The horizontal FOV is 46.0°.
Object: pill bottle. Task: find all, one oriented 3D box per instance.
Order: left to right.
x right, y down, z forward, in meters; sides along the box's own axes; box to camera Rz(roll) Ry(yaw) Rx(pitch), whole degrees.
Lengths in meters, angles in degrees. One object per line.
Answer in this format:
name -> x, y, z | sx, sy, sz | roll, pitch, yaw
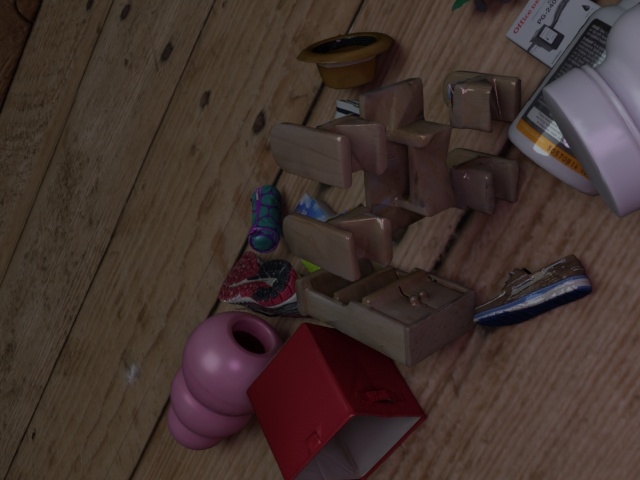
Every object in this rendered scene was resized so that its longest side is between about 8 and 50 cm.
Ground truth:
pill bottle -> 0.394, -0.211, 1.012 | 0.278, 0.162, 0.162 | -56, 47, 21
pill bottle -> 0.464, -0.197, 0.804 | 0.408, 0.229, 0.229 | -30, 58, 14

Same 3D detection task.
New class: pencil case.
pencil case -> -0.114, -0.046, 1.538 | 0.064, 0.070, 0.151 | -31, 36, 23

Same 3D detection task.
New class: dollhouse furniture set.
dollhouse furniture set -> 0.092, -0.047, 1.166 | 0.256, 0.362, 0.394 | 22, 126, 45

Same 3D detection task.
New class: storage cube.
storage cube -> 0.020, 0.277, 1.271 | 0.215, 0.184, 0.193 | -52, 48, 25

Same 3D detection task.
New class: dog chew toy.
dog chew toy -> -0.204, 0.296, 1.499 | 0.331, 0.207, 0.206 | -56, 46, 31

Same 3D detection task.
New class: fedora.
fedora -> 0.051, -0.340, 1.440 | 0.194, 0.194, 0.079 | 19, 131, 47

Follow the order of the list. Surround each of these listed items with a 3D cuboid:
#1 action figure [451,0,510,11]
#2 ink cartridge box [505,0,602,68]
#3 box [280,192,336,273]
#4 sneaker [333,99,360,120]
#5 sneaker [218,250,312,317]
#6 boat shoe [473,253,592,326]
action figure -> 0.294, -0.502, 1.263 | 0.137, 0.063, 0.232 | -5, 70, 47
ink cartridge box -> 0.369, -0.313, 1.136 | 0.109, 0.063, 0.150 | -56, 47, 21
box -> 0.000, 0.000, 1.462 | 0.109, 0.042, 0.178 | -57, 46, 20
sneaker -> 0.107, -0.188, 1.380 | 0.235, 0.090, 0.094 | 36, 120, 49
sneaker -> -0.110, 0.103, 1.511 | 0.120, 0.112, 0.299 | -59, 28, -11
boat shoe -> 0.307, 0.076, 1.114 | 0.183, 0.066, 0.066 | -24, 58, 30
